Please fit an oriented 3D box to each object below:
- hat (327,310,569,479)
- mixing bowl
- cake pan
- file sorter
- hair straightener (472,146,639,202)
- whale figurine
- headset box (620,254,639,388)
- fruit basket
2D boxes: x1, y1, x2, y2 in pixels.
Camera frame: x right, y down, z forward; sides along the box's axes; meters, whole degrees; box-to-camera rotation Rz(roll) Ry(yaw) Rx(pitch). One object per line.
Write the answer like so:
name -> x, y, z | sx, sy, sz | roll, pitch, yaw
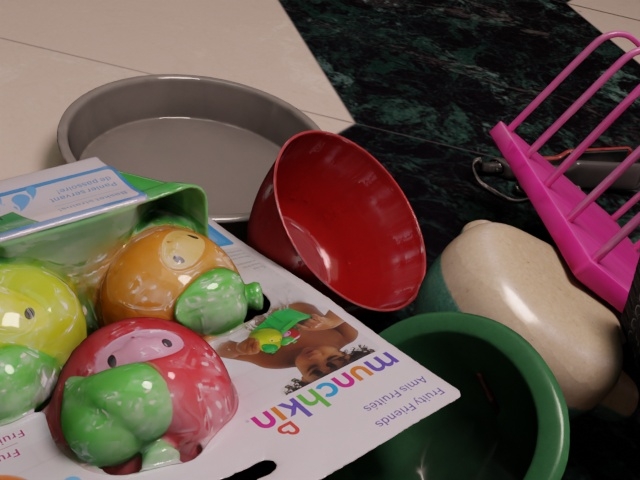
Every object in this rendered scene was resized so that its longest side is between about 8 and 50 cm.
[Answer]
hat -> 0.121, 0.181, 0.637 | 0.173, 0.183, 0.208 | -34, 47, 4
mixing bowl -> 0.000, 0.000, 0.786 | 0.181, 0.098, 0.181 | 26, 48, -33
cake pan -> -0.134, -0.090, 0.928 | 0.293, 0.054, 0.293 | 8, 37, -6
file sorter -> 0.327, -0.052, 0.820 | 0.202, 0.182, 0.291 | 35, 22, -22
hair straightener -> 0.297, -0.081, 1.051 | 0.230, 0.047, 0.089 | 2, 38, -15
whale figurine -> 0.184, 0.081, 0.759 | 0.216, 0.141, 0.272 | 51, 26, 21
headset box -> 0.362, 0.118, 0.582 | 0.246, 0.131, 0.283 | -8, 55, 5
fruit basket -> -0.139, 0.067, 0.588 | 0.327, 0.165, 0.353 | -20, 31, -33
